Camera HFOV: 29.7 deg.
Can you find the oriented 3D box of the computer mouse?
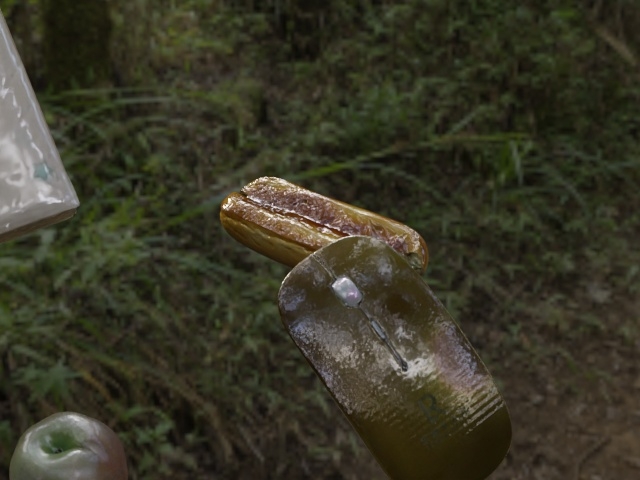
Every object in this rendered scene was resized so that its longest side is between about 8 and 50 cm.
[{"bbox_3d":[0.064,0.110,1.034,0.126,0.245,0.056,-33,-4,-14],"label":"computer mouse"}]

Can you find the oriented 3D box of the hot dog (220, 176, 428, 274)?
[{"bbox_3d":[0.000,0.000,1.247,0.249,0.068,0.100,23,41,34],"label":"hot dog"}]

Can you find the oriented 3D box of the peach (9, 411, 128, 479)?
[{"bbox_3d":[-0.170,0.159,0.821,0.083,0.083,0.083,0,22,0],"label":"peach"}]

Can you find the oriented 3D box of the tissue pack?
[{"bbox_3d":[-0.324,-0.142,0.931,0.170,0.326,0.071,-22,-3,-15],"label":"tissue pack"}]
